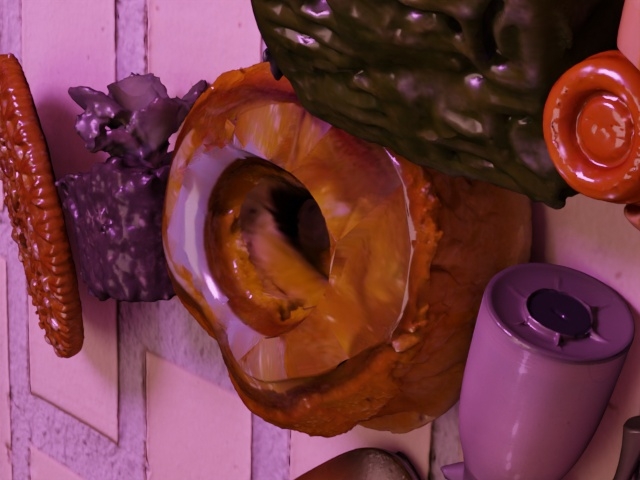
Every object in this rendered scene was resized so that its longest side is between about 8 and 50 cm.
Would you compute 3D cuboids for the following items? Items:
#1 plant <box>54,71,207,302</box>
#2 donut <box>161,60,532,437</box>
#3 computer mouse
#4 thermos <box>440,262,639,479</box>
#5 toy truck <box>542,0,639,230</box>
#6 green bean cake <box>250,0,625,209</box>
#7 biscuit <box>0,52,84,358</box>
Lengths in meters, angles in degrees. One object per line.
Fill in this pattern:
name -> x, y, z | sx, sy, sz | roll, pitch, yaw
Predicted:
plant -> -0.154, -0.046, 1.483 | 0.131, 0.142, 0.203 | 11, 97, 57
donut -> 0.000, 0.000, 1.290 | 0.330, 0.160, 0.330 | 18, 114, 47
computer mouse -> 0.010, 0.258, 1.442 | 0.245, 0.056, 0.126 | -37, 72, 48
thermos -> 0.160, 0.129, 1.193 | 0.137, 0.105, 0.193 | 20, 125, 12
toy truck -> 0.259, -0.098, 0.908 | 0.211, 0.204, 0.288 | 28, 118, 39
green bean cake -> 0.076, -0.164, 1.045 | 0.247, 0.156, 0.250 | 24, 155, 29
biscuit -> -0.280, -0.031, 1.635 | 0.305, 0.038, 0.305 | 167, 90, -76
